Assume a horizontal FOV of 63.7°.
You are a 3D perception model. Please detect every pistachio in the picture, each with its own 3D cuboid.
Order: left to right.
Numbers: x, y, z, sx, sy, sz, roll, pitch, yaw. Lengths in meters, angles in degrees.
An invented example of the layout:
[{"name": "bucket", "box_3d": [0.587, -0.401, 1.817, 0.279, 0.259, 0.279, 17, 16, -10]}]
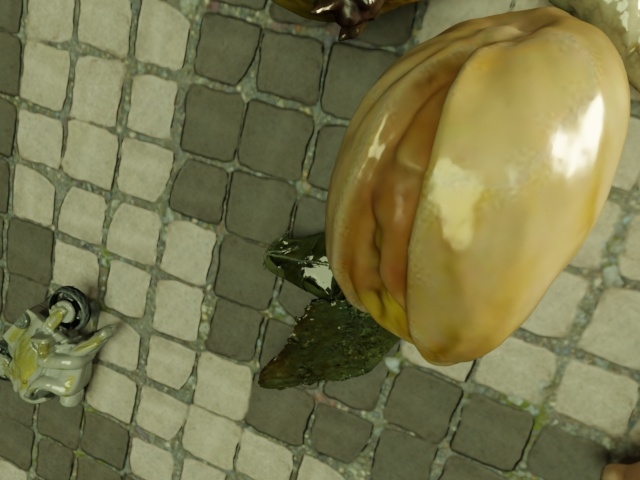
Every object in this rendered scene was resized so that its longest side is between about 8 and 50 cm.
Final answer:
[{"name": "pistachio", "box_3d": [0.127, -0.050, 0.444, 0.229, 0.230, 0.309, 22, 103, 12]}]

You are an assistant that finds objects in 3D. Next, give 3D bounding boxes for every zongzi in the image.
[{"name": "zongzi", "box_3d": [0.000, 0.000, 0.580, 0.109, 0.055, 0.119, 27, 97, 12]}]

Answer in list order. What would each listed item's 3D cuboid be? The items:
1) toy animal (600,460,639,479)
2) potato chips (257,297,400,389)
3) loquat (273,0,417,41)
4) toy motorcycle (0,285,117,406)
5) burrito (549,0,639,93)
[{"name": "toy animal", "box_3d": [0.375, 0.224, 0.450, 0.171, 0.171, 0.198, 41, 113, 6]}, {"name": "potato chips", "box_3d": [0.015, 0.116, 0.583, 0.209, 0.026, 0.142, -20, 127, 11]}, {"name": "loquat", "box_3d": [0.031, -0.287, 0.415, 0.243, 0.244, 0.244, 4, 103, 17]}, {"name": "toy motorcycle", "box_3d": [-0.375, 0.162, 0.722, 0.228, 0.074, 0.151, -34, 92, 20]}, {"name": "burrito", "box_3d": [0.338, -0.144, 0.426, 0.392, 0.076, 0.117, 44, 105, 3]}]
